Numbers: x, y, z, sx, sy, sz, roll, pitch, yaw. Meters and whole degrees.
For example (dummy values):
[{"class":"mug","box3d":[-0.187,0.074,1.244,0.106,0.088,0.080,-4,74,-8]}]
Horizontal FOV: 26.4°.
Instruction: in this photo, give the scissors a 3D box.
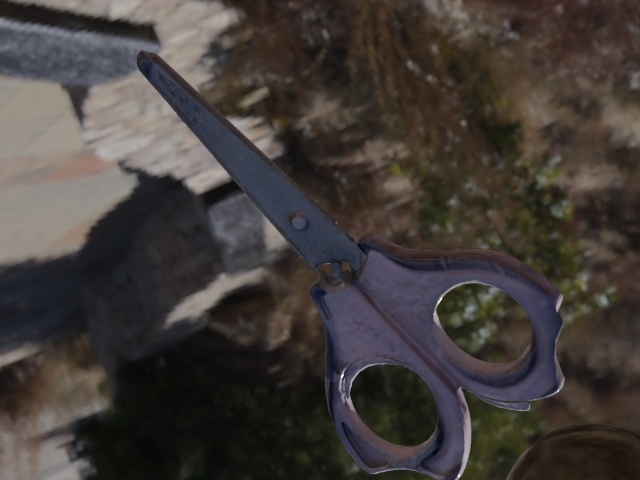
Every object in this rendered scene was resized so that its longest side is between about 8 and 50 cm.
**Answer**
[{"class":"scissors","box3d":[0.000,0.000,0.482,0.100,0.189,0.015,-47,175,25]}]

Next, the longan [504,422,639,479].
[{"class":"longan","box3d":[0.207,0.217,1.003,0.167,0.167,0.187,-25,171,13]}]
